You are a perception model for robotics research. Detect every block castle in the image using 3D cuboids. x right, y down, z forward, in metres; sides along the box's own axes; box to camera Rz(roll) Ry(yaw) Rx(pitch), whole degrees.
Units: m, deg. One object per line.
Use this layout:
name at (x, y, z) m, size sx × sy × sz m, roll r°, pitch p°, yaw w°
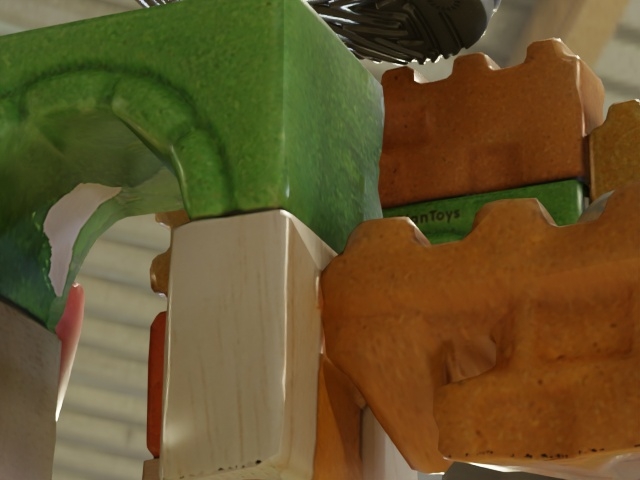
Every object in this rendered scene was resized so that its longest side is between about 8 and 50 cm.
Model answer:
block castle at (0.000, 0.000, 0.503) m, size 0.453 × 0.212 × 0.303 m, roll -9°, pitch -24°, yaw 22°

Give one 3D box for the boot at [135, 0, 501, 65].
boot at (0.028, -0.170, 0.666) m, size 0.190 × 0.208 × 0.076 m, roll 14°, pitch -25°, yaw 44°
